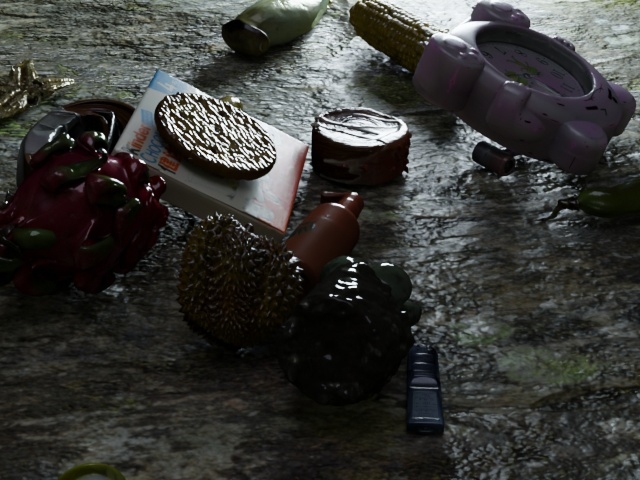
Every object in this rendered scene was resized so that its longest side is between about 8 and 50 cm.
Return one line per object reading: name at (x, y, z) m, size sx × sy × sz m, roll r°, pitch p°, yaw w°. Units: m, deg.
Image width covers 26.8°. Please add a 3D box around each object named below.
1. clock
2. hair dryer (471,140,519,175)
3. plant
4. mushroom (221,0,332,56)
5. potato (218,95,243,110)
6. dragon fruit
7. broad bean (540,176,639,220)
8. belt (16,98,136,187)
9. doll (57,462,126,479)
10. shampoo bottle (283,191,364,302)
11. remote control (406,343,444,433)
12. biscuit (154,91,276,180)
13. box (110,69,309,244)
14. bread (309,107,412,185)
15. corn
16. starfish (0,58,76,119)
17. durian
clock at (0.332, -0.244, 2.152) m, size 0.322 × 0.113 × 0.295 m, roll 32°, pitch 36°, yaw 12°
hair dryer at (0.298, -0.135, 2.121) m, size 0.114 × 0.037 × 0.063 m, roll -16°, pitch 37°, yaw -41°
plant at (0.044, 0.101, 1.608) m, size 0.146 × 0.149 × 0.274 m, roll 50°, pitch 19°, yaw -3°
mushroom at (-0.056, -0.423, 2.519) m, size 0.107 × 0.087 × 0.333 m, roll 21°, pitch 33°, yaw 29°
potato at (-0.159, -0.207, 2.188) m, size 0.046 × 0.045 × 0.092 m, roll -24°, pitch 20°, yaw 32°
dragon fruit at (-0.316, -0.014, 1.718) m, size 0.218 × 0.198 × 0.273 m, roll -23°, pitch 30°, yaw 54°
broad bean at (0.485, -0.074, 1.996) m, size 0.325 × 0.067 × 0.075 m, roll -10°, pitch 25°, yaw -24°
belt at (-0.345, -0.110, 1.959) m, size 0.184 × 0.105 × 0.261 m, roll 4°, pitch 34°, yaw -3°
doll at (-0.210, 0.286, 1.332) m, size 0.129 × 0.081 × 0.207 m, roll -40°, pitch 38°, yaw -6°
shampoo bottle at (0.002, 0.001, 1.822) m, size 0.085 × 0.085 × 0.244 m, roll 12°, pitch 32°, yaw 15°
remote control at (0.122, 0.174, 1.598) m, size 0.043 × 0.027 × 0.152 m, roll 6°, pitch 33°, yaw -2°
biscuit at (-0.150, -0.148, 1.916) m, size 0.188 × 0.027 × 0.188 m, roll 21°, pitch 32°, yaw -13°
box at (-0.156, -0.120, 1.946) m, size 0.265 × 0.048 × 0.273 m, roll 26°, pitch 31°, yaw -9°
bread at (0.061, -0.144, 2.075) m, size 0.160 × 0.073 × 0.160 m, roll 3°, pitch 28°, yaw -1°
corn at (0.162, -0.359, 2.414) m, size 0.102 × 0.102 × 0.313 m, roll -17°, pitch 35°, yaw -29°
starfish at (-0.523, -0.250, 2.226) m, size 0.138 × 0.050 × 0.247 m, roll 19°, pitch 32°, yaw 28°
durian at (-0.098, 0.055, 1.654) m, size 0.158 × 0.168 × 0.137 m, roll 12°, pitch -1°, yaw 8°
